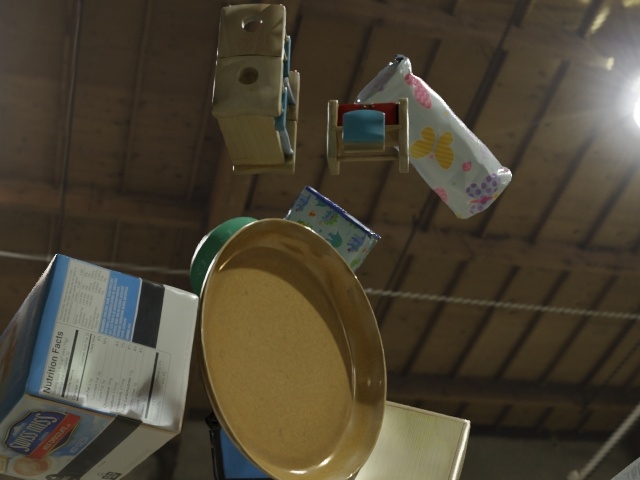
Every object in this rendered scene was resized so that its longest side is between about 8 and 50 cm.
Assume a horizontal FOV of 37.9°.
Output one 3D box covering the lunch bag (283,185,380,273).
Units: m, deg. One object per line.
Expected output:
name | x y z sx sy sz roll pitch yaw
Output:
lunch bag | 0.000 0.000 1.550 0.128 0.151 0.096 -56 -17 3

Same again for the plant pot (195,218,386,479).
plant pot | -0.026 0.098 0.808 0.032 0.236 0.236 -20 -42 36

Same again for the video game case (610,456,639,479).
video game case | 0.061 0.160 0.259 0.023 0.212 0.193 42 -70 -5

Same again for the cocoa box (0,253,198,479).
cocoa box | -0.369 0.216 1.423 0.228 0.231 0.347 20 -37 -24

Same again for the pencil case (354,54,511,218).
pencil case | 0.176 -0.159 1.460 0.113 0.124 0.273 -41 -79 16

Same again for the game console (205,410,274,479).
game console | -0.078 0.261 1.271 0.144 0.085 0.124 16 -63 -50

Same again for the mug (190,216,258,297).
mug | -0.100 0.039 1.209 0.129 0.097 0.157 -49 -24 -8

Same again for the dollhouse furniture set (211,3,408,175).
dollhouse furniture set | -0.003 -0.153 0.950 0.184 0.128 0.129 -1 -24 6

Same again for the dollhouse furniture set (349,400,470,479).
dollhouse furniture set | 0.068 0.305 0.899 0.212 0.161 0.242 11 -62 14
